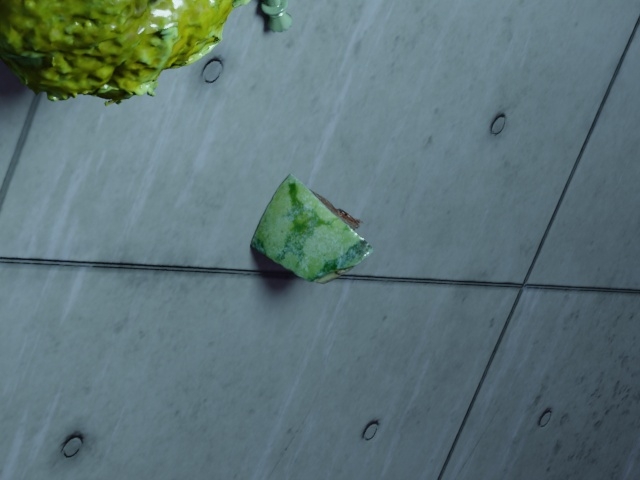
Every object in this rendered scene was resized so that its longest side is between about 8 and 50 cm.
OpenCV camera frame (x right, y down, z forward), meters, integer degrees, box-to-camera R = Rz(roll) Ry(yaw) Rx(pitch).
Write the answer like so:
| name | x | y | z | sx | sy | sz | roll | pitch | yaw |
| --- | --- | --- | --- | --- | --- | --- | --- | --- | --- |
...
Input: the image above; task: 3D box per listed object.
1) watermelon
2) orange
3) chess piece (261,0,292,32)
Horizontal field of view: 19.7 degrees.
| name | x | y | z | sx | sy | sz | roll | pitch | yaw |
| --- | --- | --- | --- | --- | --- | --- | --- | --- | --- |
| watermelon | -0.017 | -0.012 | 2.118 | 0.098 | 0.121 | 0.158 | -48 | -169 | 11 |
| orange | -0.179 | -0.258 | 1.580 | 0.300 | 0.223 | 0.301 | 23 | 98 | -49 |
| chess piece | -0.049 | -0.250 | 1.903 | 0.042 | 0.042 | 0.093 | -45 | 150 | -18 |
